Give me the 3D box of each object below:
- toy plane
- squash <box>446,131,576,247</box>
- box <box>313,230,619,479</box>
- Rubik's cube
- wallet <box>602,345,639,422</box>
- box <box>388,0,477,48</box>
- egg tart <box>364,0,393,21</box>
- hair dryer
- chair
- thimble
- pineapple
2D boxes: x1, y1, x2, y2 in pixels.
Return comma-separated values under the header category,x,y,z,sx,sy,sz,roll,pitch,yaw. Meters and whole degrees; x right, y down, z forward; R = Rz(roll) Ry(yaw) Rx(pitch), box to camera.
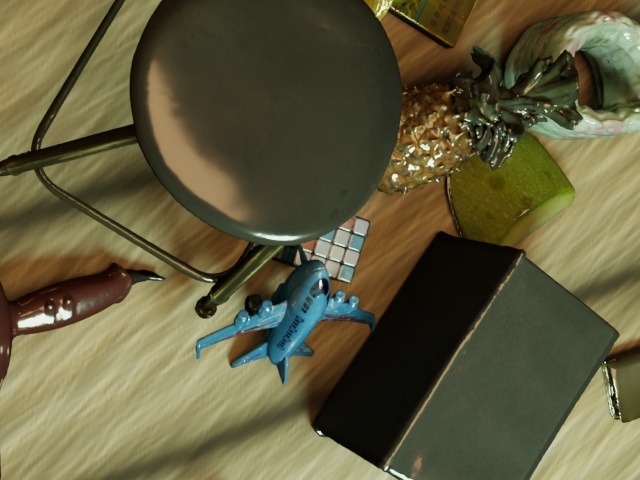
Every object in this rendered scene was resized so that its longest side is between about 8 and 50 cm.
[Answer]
category,x,y,z,sx,sy,sz,roll,pitch,yaw
toy plane,-0.035,0.095,1.675,0.254,0.271,0.105,-6,54,-20
squash,0.280,-0.079,1.854,0.192,0.085,0.184,-36,107,-16
box,0.196,0.191,1.754,0.204,0.251,0.345,37,81,-20
Rubik's cube,0.000,0.000,1.748,0.092,0.092,0.092,19,88,-21
wallet,0.537,0.209,2.003,0.198,0.031,0.110,-16,100,-19
box,0.134,-0.371,1.804,0.193,0.030,0.121,28,84,-20
egg tart,-0.009,-0.369,1.687,0.241,0.106,0.241,-2,119,-5
hair dryer,-0.347,0.133,1.640,0.341,0.123,0.312,-18,111,-30
chair,-0.122,-0.144,1.502,0.362,0.410,0.364,34,75,-20
thimble,0.386,-0.230,1.850,0.211,0.149,0.185,40,78,-20
pineapple,0.202,-0.174,1.739,0.310,0.141,0.170,-18,81,7
